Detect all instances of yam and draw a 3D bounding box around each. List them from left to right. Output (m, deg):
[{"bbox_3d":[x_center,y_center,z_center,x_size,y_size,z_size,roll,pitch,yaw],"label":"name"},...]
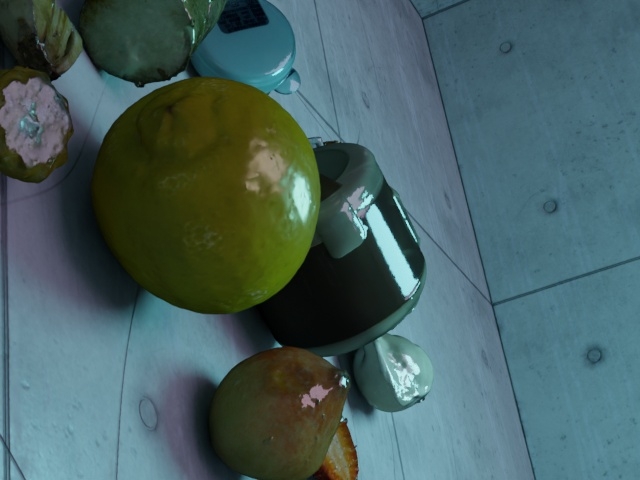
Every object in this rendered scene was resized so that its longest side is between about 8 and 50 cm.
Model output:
[{"bbox_3d":[-0.264,-0.392,1.794,0.195,0.195,0.300,61,21,-25],"label":"yam"}]

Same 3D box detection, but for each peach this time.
[{"bbox_3d":[-0.052,0.262,1.667,0.232,0.232,0.233,55,24,-39],"label":"peach"}]

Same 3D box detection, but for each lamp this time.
[{"bbox_3d":[-0.161,-0.399,2.097,0.209,0.147,0.284,-17,93,-28],"label":"lamp"}]

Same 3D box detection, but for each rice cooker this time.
[{"bbox_3d":[0.000,0.000,1.940,0.325,0.335,0.335,61,20,-23],"label":"rice cooker"}]

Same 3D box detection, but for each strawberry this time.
[{"bbox_3d":[0.009,0.390,1.960,0.121,0.082,0.188,-57,137,-43],"label":"strawberry"}]

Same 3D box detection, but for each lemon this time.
[{"bbox_3d":[-0.157,-0.061,1.552,0.348,0.347,0.348,55,24,-39],"label":"lemon"}]

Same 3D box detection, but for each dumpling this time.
[{"bbox_3d":[0.130,0.261,2.348,0.175,0.243,0.227,-43,96,-29],"label":"dumpling"}]

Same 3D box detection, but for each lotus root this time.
[{"bbox_3d":[-0.393,-0.278,1.495,0.144,0.070,0.143,-95,163,-48],"label":"lotus root"}]

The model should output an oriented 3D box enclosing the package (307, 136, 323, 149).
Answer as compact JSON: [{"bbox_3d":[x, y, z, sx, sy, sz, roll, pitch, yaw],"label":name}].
[{"bbox_3d":[-0.055,-0.122,2.195,0.027,0.173,0.171,-40,-118,62],"label":"package"}]

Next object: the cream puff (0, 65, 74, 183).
[{"bbox_3d":[-0.382,-0.143,1.343,0.146,0.116,0.146,2,88,-52],"label":"cream puff"}]

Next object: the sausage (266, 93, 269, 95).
[{"bbox_3d":[-0.194,-0.530,2.237,0.136,0.123,0.501,140,-69,-81],"label":"sausage"}]

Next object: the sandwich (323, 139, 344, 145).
[{"bbox_3d":[0.039,-0.055,2.350,0.273,0.095,0.249,70,8,-74],"label":"sandwich"}]
